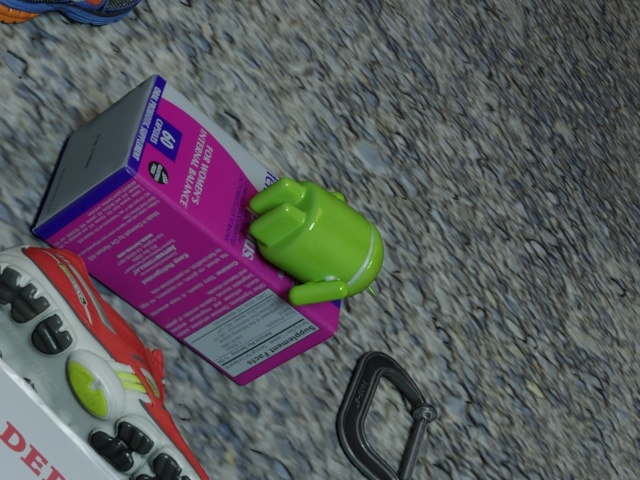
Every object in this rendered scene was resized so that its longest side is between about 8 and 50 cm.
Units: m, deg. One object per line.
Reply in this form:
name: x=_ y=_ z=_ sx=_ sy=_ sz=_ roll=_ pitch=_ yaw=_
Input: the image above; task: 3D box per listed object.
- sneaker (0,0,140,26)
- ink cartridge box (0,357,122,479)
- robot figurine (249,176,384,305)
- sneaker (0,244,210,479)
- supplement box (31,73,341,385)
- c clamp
sneaker: x=-0.198 y=-0.229 z=1.082 sx=0.083 sy=0.087 sz=0.221 roll=60 pitch=33 yaw=1
ink cartridge box: x=-0.250 y=0.185 z=0.632 sx=0.223 sy=0.129 sz=0.307 roll=49 pitch=34 yaw=-13
robot figurine: x=0.000 y=0.000 z=0.969 sx=0.115 sy=0.067 sz=0.101 roll=33 pitch=37 yaw=-35
sneaker: x=-0.128 y=0.120 z=0.879 sx=0.279 sy=0.107 sz=0.118 roll=60 pitch=23 yaw=-2
supplement box: x=-0.093 y=-0.003 z=1.014 sx=0.220 sy=0.114 sz=0.111 roll=41 pitch=37 yaw=-28
c clamp: x=0.068 y=0.178 z=1.166 sx=0.137 sy=0.022 sz=0.161 roll=39 pitch=38 yaw=-18
